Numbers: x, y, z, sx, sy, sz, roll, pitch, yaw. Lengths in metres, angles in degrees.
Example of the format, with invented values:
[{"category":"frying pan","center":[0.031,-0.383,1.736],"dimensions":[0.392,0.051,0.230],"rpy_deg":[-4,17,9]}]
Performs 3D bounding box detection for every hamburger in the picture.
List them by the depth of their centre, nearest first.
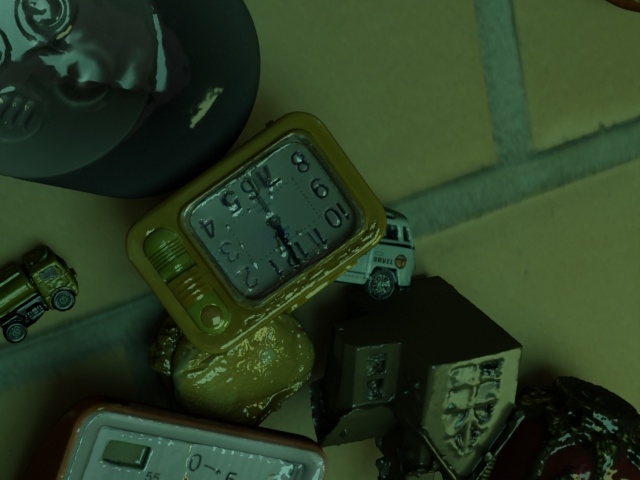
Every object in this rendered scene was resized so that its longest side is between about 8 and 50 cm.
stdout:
[{"category":"hamburger","center":[-0.084,0.107,1.626],"dimensions":[0.138,0.083,0.147],"rpy_deg":[-47,124,-4]}]

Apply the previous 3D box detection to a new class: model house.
[{"category":"model house","center":[0.076,0.187,1.670],"dimensions":[0.176,0.181,0.248],"rpy_deg":[-8,116,-27]}]

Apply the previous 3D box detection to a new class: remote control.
[{"category":"remote control","center":[-0.203,-0.150,1.445],"dimensions":[0.332,0.103,0.221],"rpy_deg":[10,109,-30]}]

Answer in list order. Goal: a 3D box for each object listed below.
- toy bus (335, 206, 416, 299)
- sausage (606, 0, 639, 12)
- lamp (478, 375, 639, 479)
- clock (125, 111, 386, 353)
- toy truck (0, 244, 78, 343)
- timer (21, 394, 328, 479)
[{"category":"toy bus","center":[0.000,0.000,1.617],"dimensions":[0.194,0.087,0.089],"rpy_deg":[8,98,-26]},{"category":"sausage","center":[0.343,-0.260,1.666],"dimensions":[0.179,0.089,0.089],"rpy_deg":[-5,114,-26]},{"category":"lamp","center":[0.241,0.280,1.803],"dimensions":[0.177,0.177,0.274],"rpy_deg":[10,107,-28]},{"category":"clock","center":[-0.054,-0.005,1.498],"dimensions":[0.202,0.096,0.143],"rpy_deg":[-36,86,-3]},{"category":"toy truck","center":[-0.257,0.044,1.537],"dimensions":[0.083,0.049,0.054],"rpy_deg":[-34,120,-6]},{"category":"timer","center":[-0.150,0.260,1.595],"dimensions":[0.257,0.161,0.250],"rpy_deg":[15,115,-29]}]
